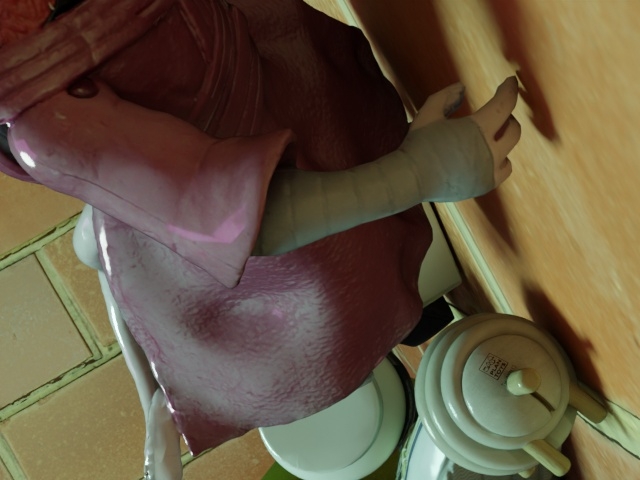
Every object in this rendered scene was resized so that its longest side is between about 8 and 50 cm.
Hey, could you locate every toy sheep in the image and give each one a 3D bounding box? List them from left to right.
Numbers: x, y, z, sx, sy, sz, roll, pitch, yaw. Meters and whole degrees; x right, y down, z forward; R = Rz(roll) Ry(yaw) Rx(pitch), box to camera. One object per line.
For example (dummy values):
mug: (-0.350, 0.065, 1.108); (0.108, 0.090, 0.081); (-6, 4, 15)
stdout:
toy sheep: (0.091, 0.078, 0.517); (0.091, 0.091, 0.132); (61, 165, 11)

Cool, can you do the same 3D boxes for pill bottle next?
pill bottle: (0.011, 0.121, 0.743); (0.108, 0.108, 0.180); (61, -175, 10)

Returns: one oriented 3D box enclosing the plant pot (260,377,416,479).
plant pot: (0.066, 0.365, 1.290); (0.366, 0.367, 0.353); (61, -154, -20)

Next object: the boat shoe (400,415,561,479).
boat shoe: (0.092, 0.171, 0.711); (0.094, 0.109, 0.302); (50, 155, 39)

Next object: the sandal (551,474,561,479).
sandal: (0.152, 0.200, 0.823); (0.265, 0.076, 0.102); (60, 178, 39)

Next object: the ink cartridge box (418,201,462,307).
ink cartridge box: (0.010, -0.049, 0.755); (0.148, 0.086, 0.203); (61, 178, -37)

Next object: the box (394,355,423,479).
box: (0.091, 0.234, 0.967); (0.190, 0.045, 0.184); (93, -169, -56)

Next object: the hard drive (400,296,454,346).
hard drive: (0.000, 0.000, 0.915); (0.172, 0.054, 0.254); (14, -155, -27)

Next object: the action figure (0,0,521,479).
action figure: (-0.079, -0.063, 0.427); (0.370, 0.276, 0.248); (36, -152, -59)
